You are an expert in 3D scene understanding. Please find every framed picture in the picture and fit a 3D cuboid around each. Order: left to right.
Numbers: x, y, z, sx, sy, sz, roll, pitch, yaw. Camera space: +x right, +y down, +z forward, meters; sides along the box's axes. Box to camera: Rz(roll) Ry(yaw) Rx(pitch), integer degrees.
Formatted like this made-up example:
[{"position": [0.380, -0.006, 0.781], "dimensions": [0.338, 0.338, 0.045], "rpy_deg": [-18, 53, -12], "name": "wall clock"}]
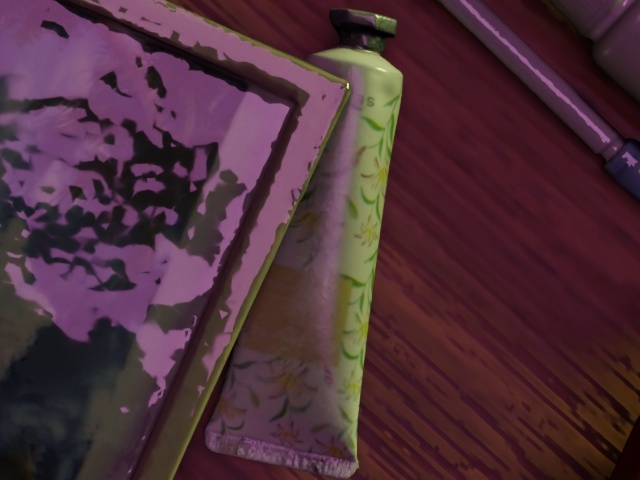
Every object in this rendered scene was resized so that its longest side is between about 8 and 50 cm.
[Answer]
[{"position": [-0.153, 0.032, 0.737], "dimensions": [0.232, 0.024, 0.315], "rpy_deg": [23, 94, -2], "name": "framed picture"}]

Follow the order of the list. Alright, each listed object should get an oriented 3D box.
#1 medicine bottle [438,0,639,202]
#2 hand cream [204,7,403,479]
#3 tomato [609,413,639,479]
[{"position": [0.136, -0.077, 0.762], "dimensions": [0.220, 0.061, 0.092], "rpy_deg": [43, 105, 1], "name": "medicine bottle"}, {"position": [0.000, 0.000, 0.758], "dimensions": [0.067, 0.042, 0.194], "rpy_deg": [11, 89, 2], "name": "hand cream"}, {"position": [0.209, 0.138, 0.688], "dimensions": [0.232, 0.188, 0.232], "rpy_deg": [-8, 59, 14], "name": "tomato"}]
